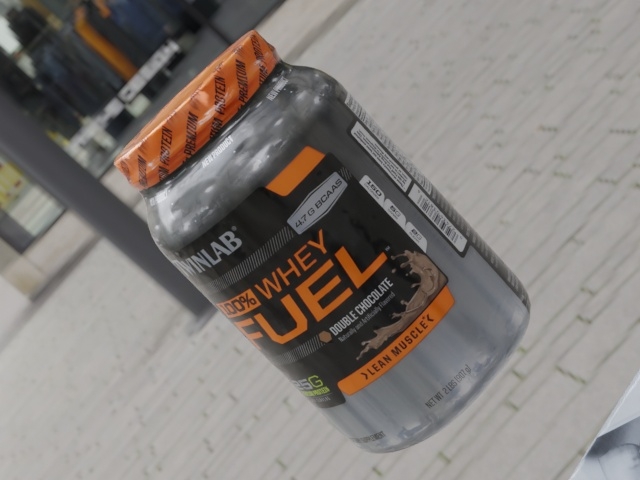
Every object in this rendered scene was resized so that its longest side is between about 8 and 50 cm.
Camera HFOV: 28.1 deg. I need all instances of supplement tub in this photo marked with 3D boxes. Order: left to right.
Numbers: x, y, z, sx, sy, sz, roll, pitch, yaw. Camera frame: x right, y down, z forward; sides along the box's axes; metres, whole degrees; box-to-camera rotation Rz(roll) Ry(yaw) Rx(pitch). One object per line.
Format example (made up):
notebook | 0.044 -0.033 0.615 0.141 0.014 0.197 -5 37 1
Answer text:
supplement tub | 0.000 0.000 1.085 0.207 0.338 0.207 -42 12 11

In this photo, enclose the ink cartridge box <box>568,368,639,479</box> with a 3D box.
ink cartridge box | 0.298 0.213 0.967 0.223 0.045 0.224 39 112 37
